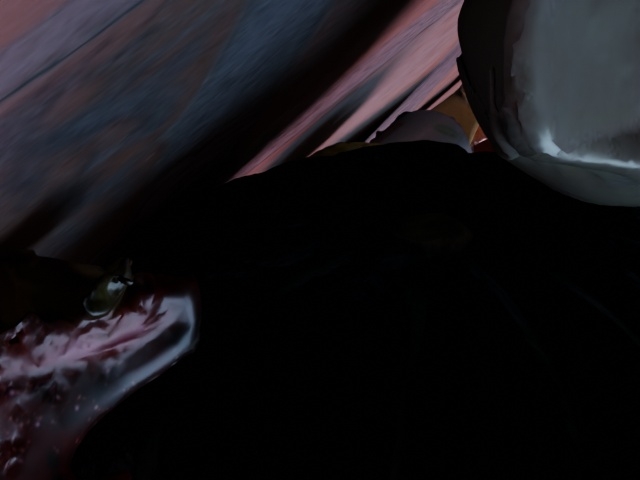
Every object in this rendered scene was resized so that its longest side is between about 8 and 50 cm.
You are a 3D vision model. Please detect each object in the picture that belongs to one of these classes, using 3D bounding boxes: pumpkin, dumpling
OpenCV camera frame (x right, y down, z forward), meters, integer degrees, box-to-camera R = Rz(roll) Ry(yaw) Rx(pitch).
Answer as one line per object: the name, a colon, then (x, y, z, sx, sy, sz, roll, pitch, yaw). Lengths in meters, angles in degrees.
pumpkin: (0.045, 0.104, 0.908, 0.363, 0.363, 0.266, -38, 134, -46)
dumpling: (0.174, -0.143, 0.853, 0.341, 0.181, 0.260, 8, 109, -44)

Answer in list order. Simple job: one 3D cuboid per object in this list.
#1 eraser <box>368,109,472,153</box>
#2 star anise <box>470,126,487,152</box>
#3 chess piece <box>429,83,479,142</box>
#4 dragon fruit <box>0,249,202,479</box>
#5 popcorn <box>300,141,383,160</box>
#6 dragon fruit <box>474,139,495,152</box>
eraser: (0.000, 0.000, 1.368, 0.227, 0.081, 0.174, -40, 178, -43)
star anise: (0.134, -0.103, 1.777, 0.208, 0.063, 0.172, -41, -178, -20)
chess piece: (0.107, -0.088, 1.622, 0.200, 0.090, 0.090, -52, 178, -4)
dragon fruit: (-0.114, 0.072, 0.632, 0.192, 0.122, 0.092, -38, 161, -22)
popcorn: (0.024, 0.004, 1.170, 0.162, 0.141, 0.135, -53, -174, 31)
dragon fruit: (0.208, 0.011, 1.917, 0.314, 0.296, 0.263, -37, -169, -17)
